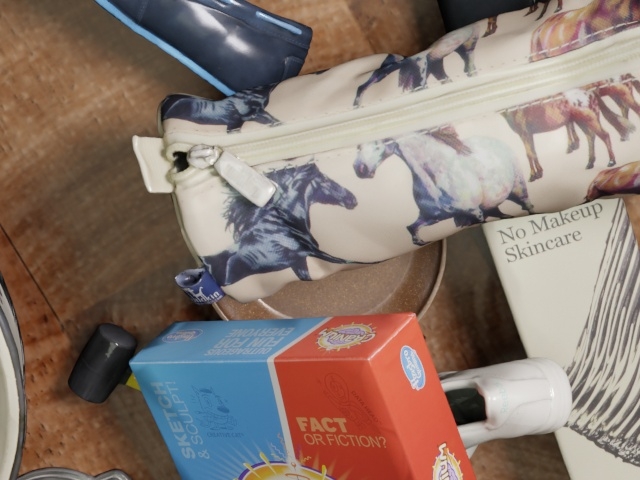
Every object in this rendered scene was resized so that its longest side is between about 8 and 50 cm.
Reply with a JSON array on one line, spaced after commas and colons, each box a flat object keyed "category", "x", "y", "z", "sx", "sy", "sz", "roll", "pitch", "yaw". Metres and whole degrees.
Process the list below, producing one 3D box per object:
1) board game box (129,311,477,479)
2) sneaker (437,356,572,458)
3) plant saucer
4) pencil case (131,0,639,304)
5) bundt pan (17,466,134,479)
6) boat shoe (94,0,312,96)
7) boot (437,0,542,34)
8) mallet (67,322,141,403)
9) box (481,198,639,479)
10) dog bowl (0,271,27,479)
[{"category": "board game box", "x": 0.013, "y": 0.208, "z": 1.209, "sx": 0.242, "sy": 0.064, "sz": 0.316, "roll": -5, "pitch": 115, "yaw": 40}, {"category": "sneaker", "x": 0.089, "y": 0.135, "z": 1.209, "sx": 0.212, "sy": 0.094, "sz": 0.080, "roll": -32, "pitch": 67, "yaw": 50}, {"category": "plant saucer", "x": 0.000, "y": 0.000, "z": 1.251, "sx": 0.199, "sy": 0.036, "sz": 0.198, "roll": 1, "pitch": 105, "yaw": 2}, {"category": "pencil case", "x": 0.086, "y": -0.075, "z": 1.084, "sx": 0.410, "sy": 0.183, "sz": 0.159, "roll": -15, "pitch": 87, "yaw": 17}, {"category": "bundt pan", "x": -0.206, "y": 0.362, "z": 1.312, "sx": 0.331, "sy": 0.124, "sz": 0.330, "roll": 0, "pitch": 105, "yaw": 2}, {"category": "boat shoe", "x": -0.122, "y": -0.201, "z": 1.184, "sx": 0.258, "sy": 0.109, "sz": 0.089, "roll": 34, "pitch": 97, "yaw": -23}, {"category": "boot", "x": 0.077, "y": -0.225, "z": 1.157, "sx": 0.247, "sy": 0.094, "sz": 0.207, "roll": -16, "pitch": 102, "yaw": 4}, {"category": "mallet", "x": -0.109, "y": 0.126, "z": 1.292, "sx": 0.190, "sy": 0.039, "sz": 0.062, "roll": 21, "pitch": 108, "yaw": -7}, {"category": "box", "x": 0.208, "y": 0.064, "z": 1.226, "sx": 0.113, "sy": 0.094, "sz": 0.275, "roll": -20, "pitch": 103, "yaw": 9}, {"category": "dog bowl", "x": -0.419, "y": 0.103, "z": 1.241, "sx": 0.408, "sy": 0.150, "sz": 0.407, "roll": 1, "pitch": 104, "yaw": 3}]
